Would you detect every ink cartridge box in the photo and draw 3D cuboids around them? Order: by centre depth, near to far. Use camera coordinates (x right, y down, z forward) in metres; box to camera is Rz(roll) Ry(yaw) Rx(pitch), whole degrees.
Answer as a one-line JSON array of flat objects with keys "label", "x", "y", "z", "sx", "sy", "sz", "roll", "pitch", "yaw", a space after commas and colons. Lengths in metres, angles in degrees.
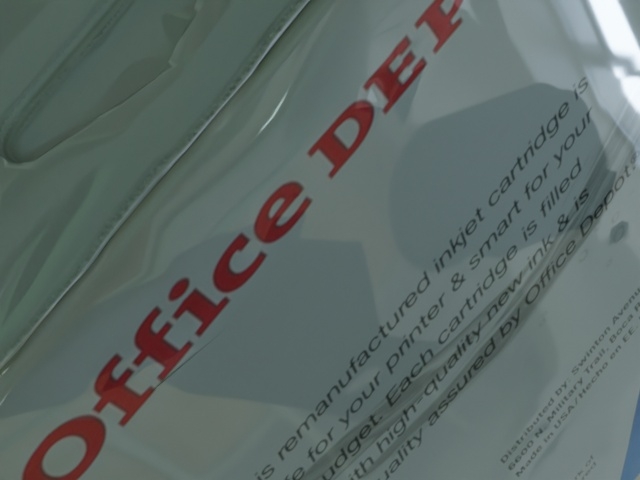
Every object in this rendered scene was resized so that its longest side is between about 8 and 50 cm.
[{"label": "ink cartridge box", "x": 0.000, "y": 0.000, "z": 0.619, "sx": 0.166, "sy": 0.395, "sz": 0.285, "roll": 37, "pitch": -95, "yaw": 33}]
